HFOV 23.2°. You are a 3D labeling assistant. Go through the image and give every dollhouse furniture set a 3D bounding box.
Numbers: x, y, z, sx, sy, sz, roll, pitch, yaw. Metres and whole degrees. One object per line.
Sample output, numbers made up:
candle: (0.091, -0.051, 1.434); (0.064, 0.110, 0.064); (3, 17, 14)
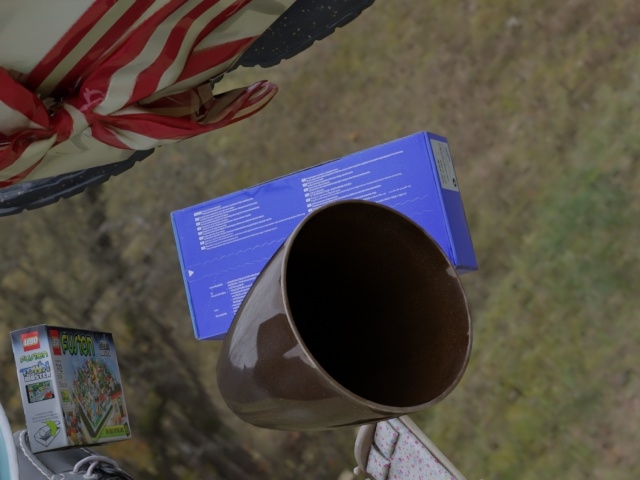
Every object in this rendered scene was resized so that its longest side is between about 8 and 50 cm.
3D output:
dollhouse furniture set: (0.114, 0.396, 2.102); (0.303, 0.174, 0.355); (44, 140, 37)

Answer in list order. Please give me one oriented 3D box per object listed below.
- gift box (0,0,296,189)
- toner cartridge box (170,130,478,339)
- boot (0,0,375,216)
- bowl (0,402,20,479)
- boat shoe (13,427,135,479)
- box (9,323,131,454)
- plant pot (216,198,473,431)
gift box: (-0.157, -0.152, 0.682); (0.255, 0.258, 0.276); (-18, -11, -37)
toner cartridge box: (0.000, 0.000, 1.845); (0.348, 0.165, 0.075); (-16, -11, 24)
boot: (-0.145, -0.184, 1.060); (0.338, 0.222, 0.118); (-35, 23, -4)
bowl: (-0.388, 0.223, 1.313); (0.311, 0.311, 0.163); (-54, -11, -9)
boat shoe: (-0.188, 0.291, 1.587); (0.095, 0.335, 0.112); (-55, -20, 25)
box: (-0.235, 0.142, 1.488); (0.036, 0.114, 0.207); (-13, -7, 8)
plant pot: (-0.004, 0.103, 1.546); (0.230, 0.215, 0.215); (-36, 23, 49)
